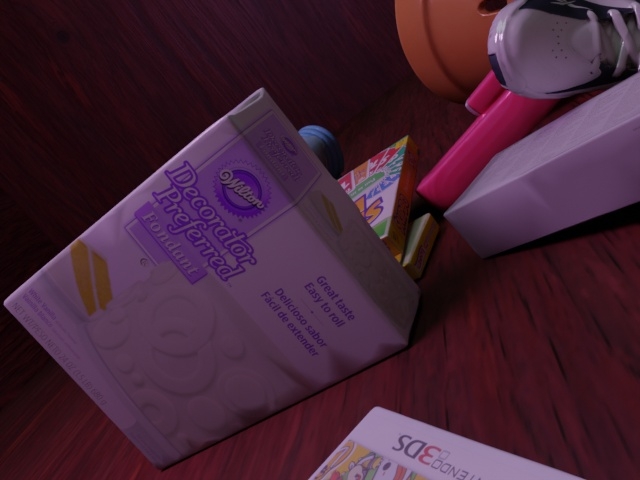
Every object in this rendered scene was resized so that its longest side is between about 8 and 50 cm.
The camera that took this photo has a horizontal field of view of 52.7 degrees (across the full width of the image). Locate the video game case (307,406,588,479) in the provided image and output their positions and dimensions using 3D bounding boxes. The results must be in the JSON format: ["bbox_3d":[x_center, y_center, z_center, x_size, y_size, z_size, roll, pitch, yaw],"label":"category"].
[{"bbox_3d":[0.005,0.182,0.305,0.227,0.026,0.206,-43,12,-20],"label":"video game case"}]

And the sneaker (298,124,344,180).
[{"bbox_3d":[-0.058,-0.066,1.135,0.208,0.127,0.319,-46,-5,-48],"label":"sneaker"}]

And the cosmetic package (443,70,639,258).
[{"bbox_3d":[0.203,-0.062,0.488,0.099,0.060,0.239,-47,7,-27],"label":"cosmetic package"}]

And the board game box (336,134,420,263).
[{"bbox_3d":[0.050,-0.027,0.757,0.124,0.039,0.259,-31,25,29],"label":"board game box"}]

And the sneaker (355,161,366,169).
[{"bbox_3d":[0.066,-0.091,1.073,0.074,0.063,0.170,-39,5,32],"label":"sneaker"}]

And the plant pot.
[{"bbox_3d":[0.277,-0.326,0.870,0.291,0.291,0.203,-42,28,-14],"label":"plant pot"}]

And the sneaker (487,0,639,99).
[{"bbox_3d":[0.261,-0.158,0.504,0.234,0.094,0.153,3,3,-27],"label":"sneaker"}]

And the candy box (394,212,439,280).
[{"bbox_3d":[0.036,0.046,0.729,0.205,0.027,0.105,-30,14,35],"label":"candy box"}]

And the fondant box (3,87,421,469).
[{"bbox_3d":[-0.109,0.054,0.615,0.330,0.238,0.096,-33,12,27],"label":"fondant box"}]

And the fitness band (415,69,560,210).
[{"bbox_3d":[0.203,-0.153,0.714,0.291,0.054,0.209,-53,1,46],"label":"fitness band"}]
